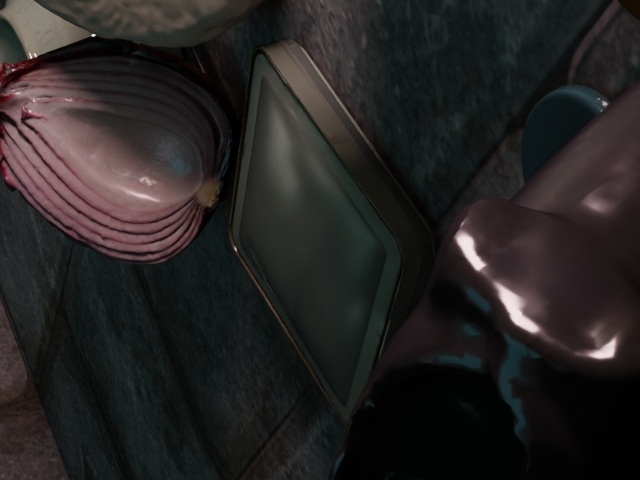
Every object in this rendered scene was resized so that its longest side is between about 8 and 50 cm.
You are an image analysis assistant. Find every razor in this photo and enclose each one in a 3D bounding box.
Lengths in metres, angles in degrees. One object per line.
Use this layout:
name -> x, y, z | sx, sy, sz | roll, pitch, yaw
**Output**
razor -> 0.142, 0.012, 0.502 | 0.113, 0.349, 0.204 | 40, 141, 25

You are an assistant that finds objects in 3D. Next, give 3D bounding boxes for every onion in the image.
onion -> -0.220, -0.115, 1.353 | 0.227, 0.283, 0.120 | -59, 11, 22

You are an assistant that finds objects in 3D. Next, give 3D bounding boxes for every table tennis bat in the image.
table tennis bat -> 0.170, -0.046, 0.783 | 0.124, 0.033, 0.201 | 65, 158, 14

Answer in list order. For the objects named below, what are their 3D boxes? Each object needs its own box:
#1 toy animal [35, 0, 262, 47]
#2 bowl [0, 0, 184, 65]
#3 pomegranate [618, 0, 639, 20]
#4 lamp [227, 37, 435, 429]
toy animal -> -0.118, -0.293, 1.153 | 0.266, 0.188, 0.308 | 46, 139, 9
bowl -> -0.271, -0.189, 1.528 | 0.307, 0.163, 0.307 | 40, 137, 51
pomegranate -> 0.222, -0.006, 0.241 | 0.410, 0.410, 0.410 | 46, 145, 47
lamp -> 0.000, 0.000, 1.175 | 0.266, 0.047, 0.269 | 58, 153, 33
